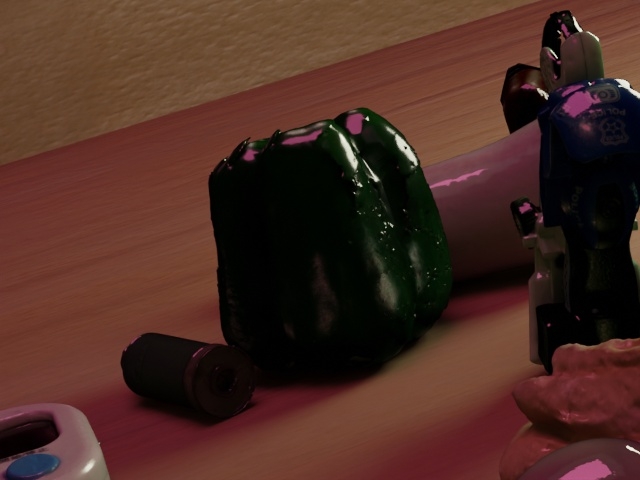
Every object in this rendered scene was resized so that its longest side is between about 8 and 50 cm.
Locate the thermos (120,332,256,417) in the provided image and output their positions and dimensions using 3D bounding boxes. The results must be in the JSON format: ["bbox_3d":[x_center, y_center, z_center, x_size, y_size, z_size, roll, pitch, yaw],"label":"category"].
[{"bbox_3d":[-0.143,0.132,1.875,0.083,0.073,0.188,-25,17,-31],"label":"thermos"}]

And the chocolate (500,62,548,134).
[{"bbox_3d":[0.297,-0.164,2.486,0.125,0.149,0.080,-50,3,20],"label":"chocolate"}]

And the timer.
[{"bbox_3d":[-0.318,0.234,1.624,0.262,0.087,0.237,-17,15,-11],"label":"timer"}]

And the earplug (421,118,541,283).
[{"bbox_3d":[0.142,-0.018,2.037,0.301,0.172,0.172,-17,13,13],"label":"earplug"}]

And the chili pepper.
[{"bbox_3d":[0.000,0.000,1.895,0.249,0.256,0.233,-13,9,15],"label":"chili pepper"}]

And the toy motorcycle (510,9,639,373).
[{"bbox_3d":[0.242,-0.035,1.631,0.125,0.331,0.196,-8,19,-4],"label":"toy motorcycle"}]

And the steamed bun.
[{"bbox_3d":[0.357,0.079,1.363,0.428,0.189,0.247,-12,-9,37],"label":"steamed bun"}]

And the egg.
[{"bbox_3d":[0.190,0.191,1.268,0.135,0.103,0.103,-17,14,2],"label":"egg"}]
